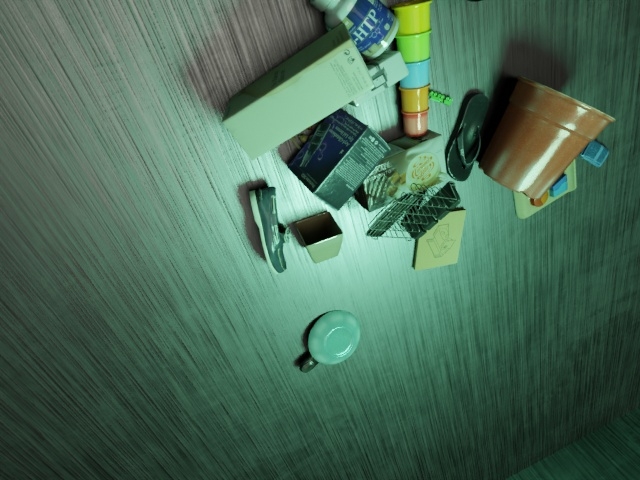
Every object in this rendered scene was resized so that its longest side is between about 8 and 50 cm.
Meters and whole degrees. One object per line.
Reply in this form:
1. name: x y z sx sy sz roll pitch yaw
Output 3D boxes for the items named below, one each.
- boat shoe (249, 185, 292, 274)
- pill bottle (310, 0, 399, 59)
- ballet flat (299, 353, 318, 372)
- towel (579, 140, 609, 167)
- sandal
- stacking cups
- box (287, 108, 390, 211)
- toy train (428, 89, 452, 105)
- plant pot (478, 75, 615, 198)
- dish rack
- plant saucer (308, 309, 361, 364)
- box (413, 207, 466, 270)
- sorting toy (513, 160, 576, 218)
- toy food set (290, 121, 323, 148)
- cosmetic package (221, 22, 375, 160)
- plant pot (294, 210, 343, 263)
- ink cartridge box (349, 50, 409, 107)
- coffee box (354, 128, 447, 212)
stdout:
1. boat shoe: -0.123 -0.025 1.136 0.079 0.095 0.254 -14 111 0
2. pill bottle: 0.074 -0.508 0.942 0.187 0.112 0.112 27 105 -29
3. ballet flat: -0.004 0.379 1.422 0.173 0.049 0.057 -38 109 -6
4. towel: 0.915 -0.294 1.405 0.119 0.029 0.067 18 108 -26
5. sandal: 0.424 -0.290 1.215 0.097 0.054 0.254 -5 117 -18
6. stacking cups: 0.242 -0.422 1.057 0.096 0.096 0.316 -19 121 -10
7. box: 0.042 -0.205 1.052 0.207 0.153 0.108 -50 136 9
8. toy train: 0.325 -0.390 1.150 0.083 0.017 0.023 8 123 -24
9. plant pot: 0.601 -0.277 1.180 0.272 0.272 0.265 12 119 -25
10. dish rack: 0.249 -0.080 1.163 0.272 0.074 0.208 0 142 -41
11. plant saucer: 0.055 0.328 1.386 0.195 0.037 0.195 -5 103 -22
12. box: 0.387 -0.003 1.371 0.164 0.021 0.201 -8 118 -16
13. sorting toy: 0.726 -0.237 1.359 0.229 0.041 0.307 -28 122 -4
14. toy food set: -0.022 -0.290 1.074 0.122 0.019 0.078 -39 122 3
15. cosmetic package: -0.050 -0.322 0.915 0.309 0.160 0.113 -27 124 15
16. plant pot: 0.000 0.000 1.188 0.109 0.109 0.096 -20 133 -9
17. ink cartridge box: 0.120 -0.395 1.018 0.150 0.109 0.063 -33 120 -1
18. coffee box: 0.211 -0.196 1.161 0.247 0.098 0.141 -22 122 -8
